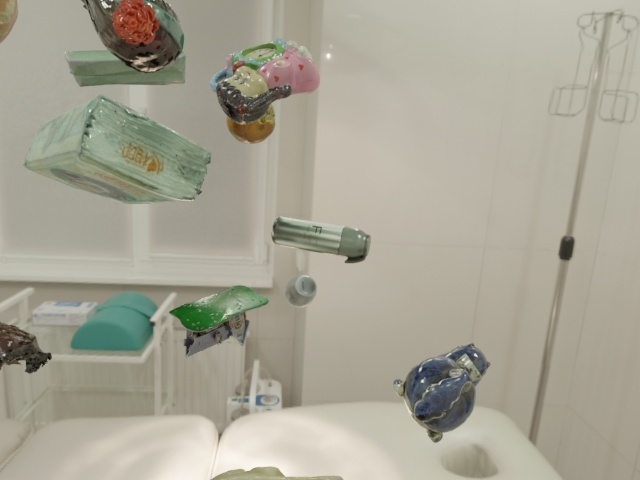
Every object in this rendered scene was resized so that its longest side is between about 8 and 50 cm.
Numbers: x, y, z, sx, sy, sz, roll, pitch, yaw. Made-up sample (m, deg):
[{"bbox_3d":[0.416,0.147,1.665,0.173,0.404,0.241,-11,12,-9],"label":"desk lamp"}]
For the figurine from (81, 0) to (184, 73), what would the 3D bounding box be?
[{"bbox_3d":[-0.292,-0.342,0.639,0.245,0.110,0.138,50,15,9],"label":"figurine"}]

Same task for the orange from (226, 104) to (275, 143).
[{"bbox_3d":[-0.209,-0.363,1.361,0.134,0.156,0.157,37,28,26],"label":"orange"}]

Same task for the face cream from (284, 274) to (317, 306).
[{"bbox_3d":[-0.055,0.146,1.349,0.091,0.091,0.095,-1,-21,-20],"label":"face cream"}]

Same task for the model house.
[{"bbox_3d":[-0.191,0.163,0.888,0.167,0.088,0.117,-21,28,-40],"label":"model house"}]

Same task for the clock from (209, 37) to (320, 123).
[{"bbox_3d":[-0.127,-0.324,0.934,0.196,0.100,0.194,-33,47,-18],"label":"clock"}]

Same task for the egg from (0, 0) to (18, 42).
[{"bbox_3d":[-0.780,-0.522,1.010,0.195,0.233,0.195,23,19,-8],"label":"egg"}]

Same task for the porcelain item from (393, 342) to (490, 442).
[{"bbox_3d":[0.268,0.298,0.955,0.138,0.186,0.288,54,8,20],"label":"porcelain item"}]

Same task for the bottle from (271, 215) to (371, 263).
[{"bbox_3d":[0.000,0.000,1.190,0.254,0.095,0.079,9,-4,12],"label":"bottle"}]

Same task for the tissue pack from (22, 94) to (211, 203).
[{"bbox_3d":[-0.494,-0.194,1.113,0.388,0.162,0.287,3,-15,45],"label":"tissue pack"}]

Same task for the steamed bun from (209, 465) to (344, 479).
[{"bbox_3d":[-0.113,0.434,0.597,0.238,0.346,0.394,16,-24,43],"label":"steamed bun"}]

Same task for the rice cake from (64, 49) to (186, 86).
[{"bbox_3d":[-0.387,-0.348,0.932,0.222,0.042,0.080,-11,-21,-22],"label":"rice cake"}]

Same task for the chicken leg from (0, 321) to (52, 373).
[{"bbox_3d":[-0.630,0.187,0.874,0.234,0.063,0.105,24,2,2],"label":"chicken leg"}]
